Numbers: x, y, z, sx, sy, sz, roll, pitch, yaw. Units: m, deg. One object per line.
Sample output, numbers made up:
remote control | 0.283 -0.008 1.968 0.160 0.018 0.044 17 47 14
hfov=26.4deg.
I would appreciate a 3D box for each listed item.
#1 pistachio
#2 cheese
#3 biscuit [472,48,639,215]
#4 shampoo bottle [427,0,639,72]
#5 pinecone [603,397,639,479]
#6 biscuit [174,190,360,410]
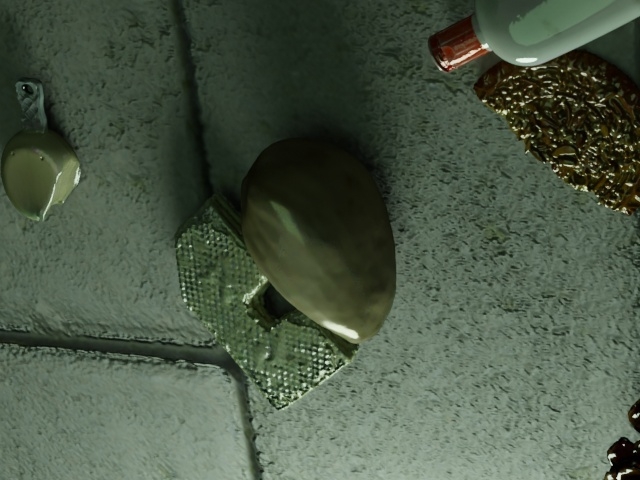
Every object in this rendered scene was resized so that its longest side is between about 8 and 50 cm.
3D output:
pistachio | 0.000 0.000 1.448 0.153 0.138 0.238 -18 109 10
cheese | -0.326 -0.104 1.589 0.092 0.047 0.171 24 121 10
biscuit | 0.256 -0.121 1.344 0.206 0.025 0.126 38 123 2
shampoo bottle | 0.203 -0.223 1.297 0.221 0.051 0.108 -24 92 30
pinecone | 0.391 0.256 1.366 0.221 0.221 0.221 10 118 19
biscuit | -0.077 0.073 1.559 0.250 0.046 0.147 50 132 -3
